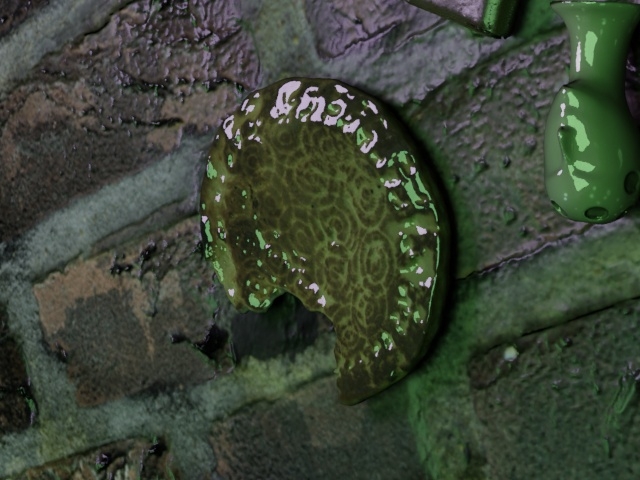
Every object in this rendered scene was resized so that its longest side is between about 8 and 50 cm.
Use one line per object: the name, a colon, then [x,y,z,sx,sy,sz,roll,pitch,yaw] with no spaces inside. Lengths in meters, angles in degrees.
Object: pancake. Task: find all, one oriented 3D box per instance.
pancake: [0.000,0.000,1.388,0.288,0.033,0.286,-15,86,46]

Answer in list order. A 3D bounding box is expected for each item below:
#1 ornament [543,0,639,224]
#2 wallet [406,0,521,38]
ornament: [0.192,-0.090,1.148,0.075,0.081,0.156,6,95,41]
wallet: [0.126,-0.261,1.224,0.110,0.031,0.198,30,115,40]
